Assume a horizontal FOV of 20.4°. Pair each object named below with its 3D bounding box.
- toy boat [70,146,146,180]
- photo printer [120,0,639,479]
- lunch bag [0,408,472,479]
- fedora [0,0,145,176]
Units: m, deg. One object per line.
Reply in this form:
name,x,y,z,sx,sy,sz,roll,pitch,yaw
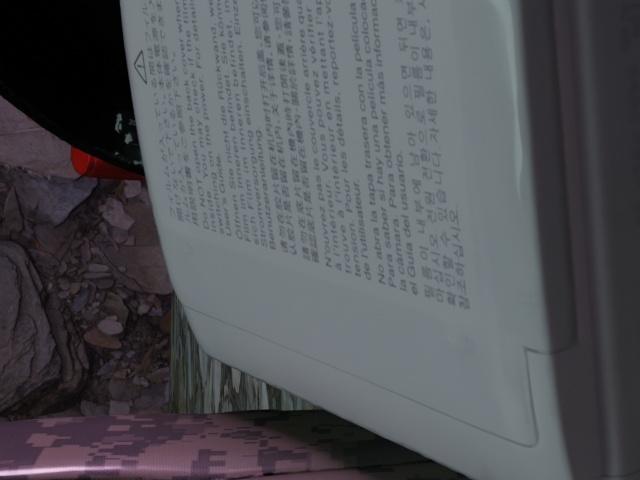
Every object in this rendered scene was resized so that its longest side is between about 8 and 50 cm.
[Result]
toy boat,-0.100,-0.094,1.629,0.318,0.148,0.268,-3,90,57
photo printer,0.025,-0.062,0.600,0.307,0.107,0.256,15,114,60
lunch bag,-0.016,0.175,0.572,0.256,0.305,0.213,-146,56,-81
fedora,-0.088,-0.172,0.923,0.152,0.334,0.334,-60,-6,-26
